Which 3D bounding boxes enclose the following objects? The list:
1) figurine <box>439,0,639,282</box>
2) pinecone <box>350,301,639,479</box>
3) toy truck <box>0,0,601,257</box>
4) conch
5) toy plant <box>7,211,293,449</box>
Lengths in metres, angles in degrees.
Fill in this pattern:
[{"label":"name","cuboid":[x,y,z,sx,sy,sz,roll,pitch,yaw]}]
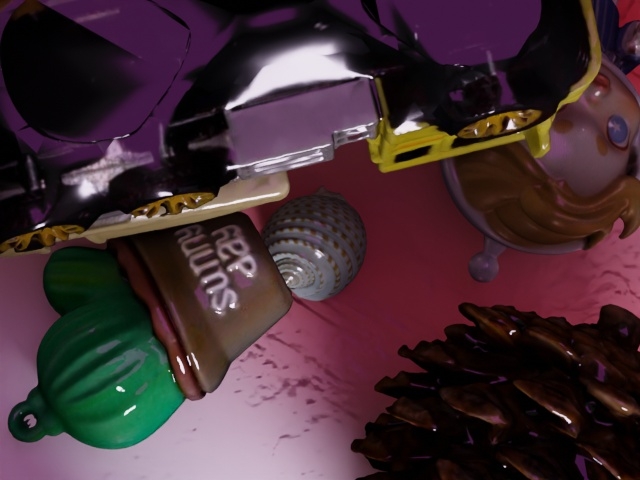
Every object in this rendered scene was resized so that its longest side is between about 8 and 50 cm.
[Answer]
[{"label":"figurine","cuboid":[0.153,-0.115,1.334,0.194,0.133,0.274,5,65,-30]},{"label":"pinecone","cuboid":[0.124,0.157,1.209,0.224,0.224,0.272,38,83,-2]},{"label":"toy truck","cuboid":[-0.047,-0.101,1.170,0.405,0.254,0.180,-14,82,-2]},{"label":"conch","cuboid":[0.001,0.000,1.301,0.076,0.056,0.085,39,71,-15]},{"label":"toy plant","cuboid":[-0.121,0.054,1.236,0.200,0.105,0.143,-28,69,-4]}]
